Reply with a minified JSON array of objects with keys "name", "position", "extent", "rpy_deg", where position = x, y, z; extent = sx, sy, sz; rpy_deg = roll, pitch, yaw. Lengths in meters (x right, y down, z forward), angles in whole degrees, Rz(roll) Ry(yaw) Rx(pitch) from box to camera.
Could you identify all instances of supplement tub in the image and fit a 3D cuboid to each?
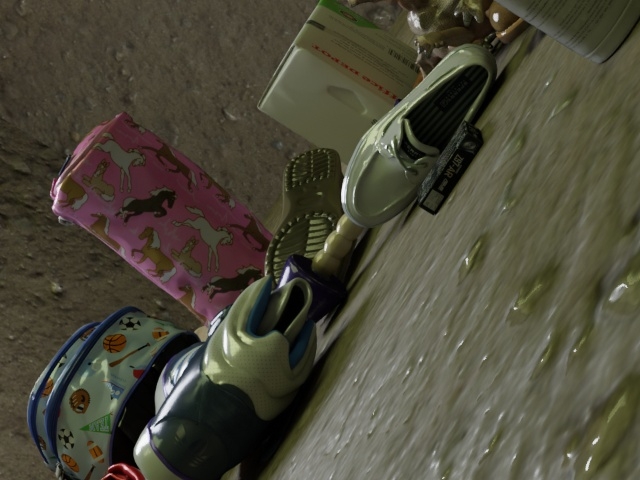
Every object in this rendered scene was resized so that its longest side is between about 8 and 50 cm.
[{"name":"supplement tub","position":[0.170,-0.181,0.968],"extent":[0.071,0.107,0.071],"rpy_deg":[-57,5,8]}]

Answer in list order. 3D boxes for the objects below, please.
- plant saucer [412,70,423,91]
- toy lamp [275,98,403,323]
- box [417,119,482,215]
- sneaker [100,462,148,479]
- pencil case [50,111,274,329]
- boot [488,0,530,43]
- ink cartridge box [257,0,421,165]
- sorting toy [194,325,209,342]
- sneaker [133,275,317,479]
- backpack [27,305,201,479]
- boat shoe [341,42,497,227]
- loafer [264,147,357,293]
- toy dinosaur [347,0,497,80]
[{"name":"plant saucer","position":[0.184,-0.263,1.736],"extent":[0.200,0.037,0.200],"rpy_deg":[-58,6,9]},{"name":"toy lamp","position":[0.037,-0.021,1.492],"extent":[0.274,0.080,0.080],"rpy_deg":[-57,5,14]},{"name":"box","position":[0.121,-0.069,1.288],"extent":[0.083,0.018,0.067],"rpy_deg":[-57,5,14]},{"name":"sneaker","position":[-0.188,0.290,1.511],"extent":[0.087,0.128,0.221],"rpy_deg":[-61,6,-25]},{"name":"pencil case","position":[-0.193,-0.005,1.926],"extent":[0.167,0.386,0.160],"rpy_deg":[-41,16,39]},{"name":"boot","position":[0.228,-0.326,1.263],"extent":[0.305,0.115,0.112],"rpy_deg":[-57,7,23]},{"name":"ink cartridge box","position":[0.042,-0.220,1.932],"extent":[0.114,0.198,0.273],"rpy_deg":[-56,5,25]},{"name":"sorting toy","position":[-0.170,0.223,2.088],"extent":[0.229,0.041,0.307],"rpy_deg":[-42,27,51]},{"name":"sneaker","position":[-0.073,0.129,1.472],"extent":[0.236,0.130,0.323],"rpy_deg":[-49,4,14]},{"name":"backpack","position":[-0.243,0.213,1.754],"extent":[0.263,0.213,0.276],"rpy_deg":[90,-157,-55]},{"name":"boat shoe","position":[0.094,-0.105,1.391],"extent":[0.226,0.083,0.076],"rpy_deg":[-56,4,15]},{"name":"loafer","position":[0.000,0.000,1.658],"extent":[0.102,0.092,0.268],"rpy_deg":[-13,42,21]},{"name":"toy dinosaur","position":[0.171,-0.262,1.481],"extent":[0.296,0.127,0.200],"rpy_deg":[-34,-17,37]}]
